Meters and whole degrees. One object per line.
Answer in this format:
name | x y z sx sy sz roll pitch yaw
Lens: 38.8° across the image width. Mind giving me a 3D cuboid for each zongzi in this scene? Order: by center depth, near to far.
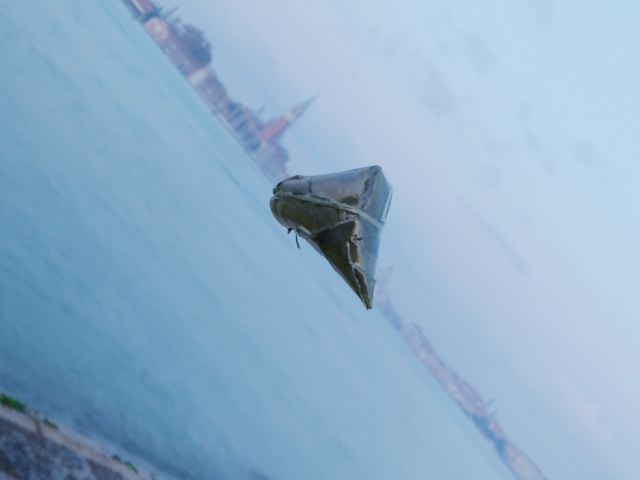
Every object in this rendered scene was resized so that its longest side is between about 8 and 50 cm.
zongzi | 0.000 0.000 0.743 0.055 0.109 0.119 41 53 -54
